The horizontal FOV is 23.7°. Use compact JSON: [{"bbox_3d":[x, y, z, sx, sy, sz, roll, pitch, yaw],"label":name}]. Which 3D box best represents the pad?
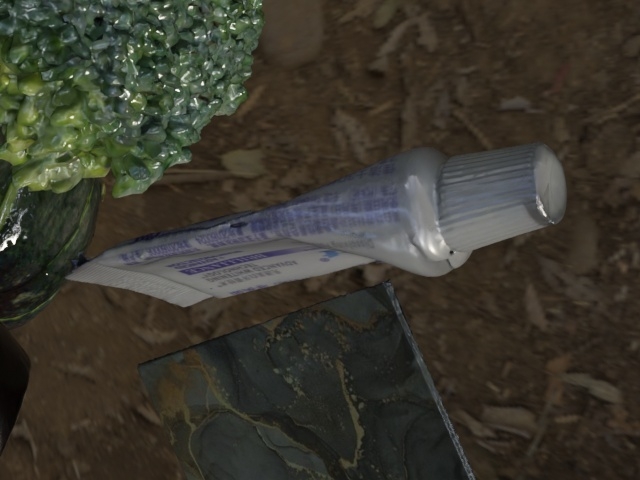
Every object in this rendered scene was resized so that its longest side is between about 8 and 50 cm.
[{"bbox_3d":[0.027,0.223,1.017,0.007,0.247,0.367,-25,92,-49],"label":"pad"}]

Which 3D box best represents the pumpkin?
[{"bbox_3d":[-0.362,-0.050,1.407,0.323,0.323,0.241,14,59,-14],"label":"pumpkin"}]

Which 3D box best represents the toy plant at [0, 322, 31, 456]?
[{"bbox_3d":[-0.314,0.071,0.995,0.235,0.218,0.175,32,129,-22],"label":"toy plant"}]

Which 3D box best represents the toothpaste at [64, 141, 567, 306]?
[{"bbox_3d":[-0.001,-0.001,0.826,0.099,0.282,0.068,51,39,-34],"label":"toothpaste"}]

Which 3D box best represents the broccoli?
[{"bbox_3d":[-0.167,-0.181,1.075,0.338,0.317,0.277,-29,117,-34],"label":"broccoli"}]
